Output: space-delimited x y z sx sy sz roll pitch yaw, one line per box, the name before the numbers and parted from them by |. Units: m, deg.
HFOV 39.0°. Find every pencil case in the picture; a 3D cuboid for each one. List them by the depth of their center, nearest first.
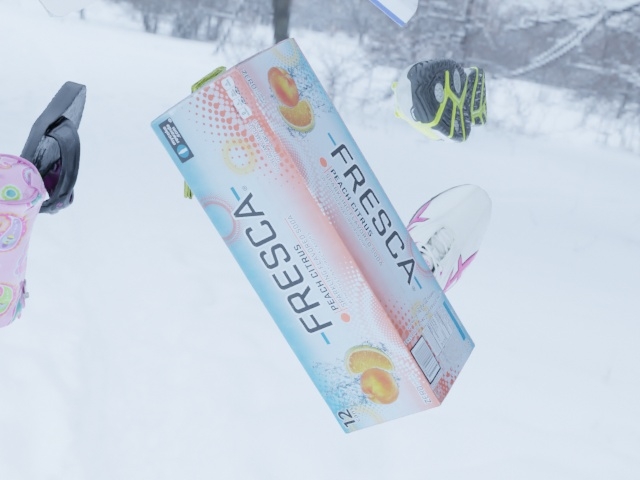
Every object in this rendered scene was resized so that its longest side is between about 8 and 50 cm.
pencil case | -0.487 0.009 1.352 0.124 0.284 0.124 14 38 -11

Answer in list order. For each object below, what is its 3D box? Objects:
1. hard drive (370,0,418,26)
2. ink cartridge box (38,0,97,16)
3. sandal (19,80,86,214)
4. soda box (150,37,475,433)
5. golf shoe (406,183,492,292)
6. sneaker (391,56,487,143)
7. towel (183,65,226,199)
hard drive | 0.031 -0.499 1.514 0.318 0.040 0.210 37 28 -12
ink cartridge box | -0.172 -0.392 0.973 0.226 0.131 0.306 -7 36 42
sandal | -0.497 -0.158 1.716 0.107 0.167 0.446 16 41 -7
soda box | 0.000 0.000 0.438 0.063 0.183 0.058 -24 11 35
golf shoe | 0.089 0.022 0.771 0.067 0.186 0.086 44 -14 -4
sneaker | 0.188 -0.237 1.576 0.147 0.145 0.384 -2 4 22
towel | -0.206 -0.191 1.620 0.021 0.237 0.102 24 40 15
